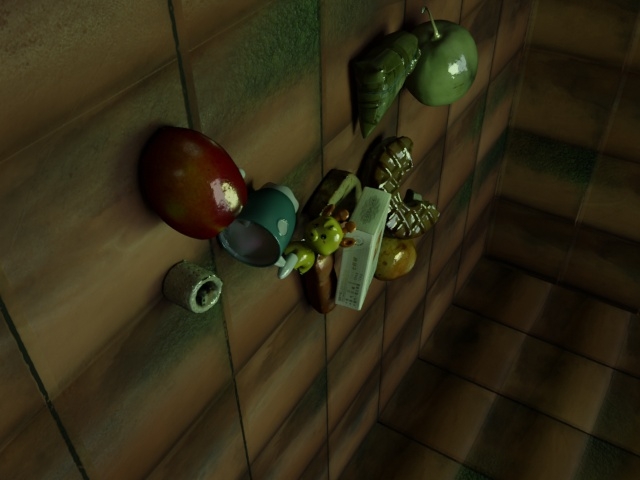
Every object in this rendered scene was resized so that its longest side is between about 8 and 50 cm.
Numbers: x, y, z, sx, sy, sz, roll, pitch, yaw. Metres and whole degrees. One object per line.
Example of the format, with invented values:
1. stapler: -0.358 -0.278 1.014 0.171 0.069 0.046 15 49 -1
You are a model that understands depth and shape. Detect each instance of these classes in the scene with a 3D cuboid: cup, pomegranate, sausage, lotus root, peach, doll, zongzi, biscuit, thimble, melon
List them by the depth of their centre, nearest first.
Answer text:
1. peach: -0.258 -0.118 1.326 0.190 0.226 0.196 -38 -164 8
2. thimble: -0.285 0.106 1.496 0.115 0.090 0.102 -23 130 -57
3. cup: -0.134 -0.048 1.605 0.299 0.168 0.173 60 41 -29
4. doll: 0.000 0.000 1.875 0.221 0.142 0.135 -37 155 11
5. zongzi: 0.200 -0.468 1.997 0.251 0.125 0.274 -45 150 -29
6. lotus root: 0.054 -0.130 2.034 0.261 0.075 0.170 16 94 -64
7. sausage: 0.002 0.123 2.092 0.097 0.094 0.348 -54 155 -27
8. melon: 0.381 -0.567 2.140 0.308 0.272 0.271 4 106 -71
9. biscuit: 0.256 -0.155 2.251 0.268 0.115 0.366 -46 120 -25
10. pomegranate: 0.249 0.039 2.411 0.215 0.215 0.215 -46 148 -41

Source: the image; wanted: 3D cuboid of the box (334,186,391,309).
1. box: 0.129 0.027 2.058 0.210 0.095 0.330 -64 168 -45
